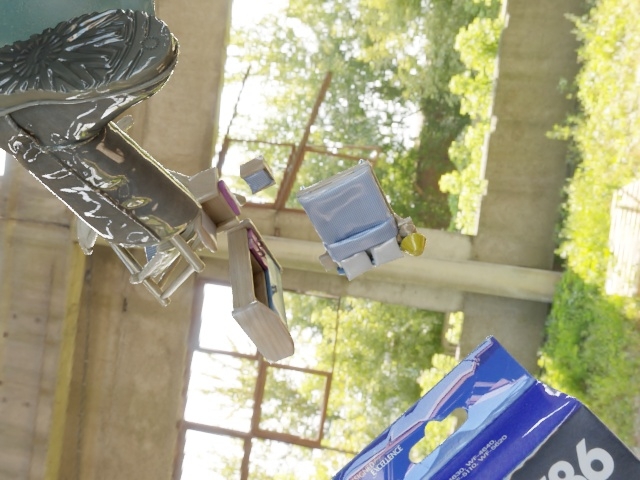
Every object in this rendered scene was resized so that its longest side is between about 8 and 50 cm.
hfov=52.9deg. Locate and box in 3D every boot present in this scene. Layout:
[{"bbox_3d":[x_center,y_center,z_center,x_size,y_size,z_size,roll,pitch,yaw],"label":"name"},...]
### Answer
[{"bbox_3d":[-0.147,-0.065,0.489,0.208,0.190,0.076,58,-145,-52],"label":"boot"}]

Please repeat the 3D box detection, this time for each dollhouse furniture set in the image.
[{"bbox_3d":[0.000,0.000,0.995,0.198,0.303,0.286,-104,-11,-47],"label":"dollhouse furniture set"}]

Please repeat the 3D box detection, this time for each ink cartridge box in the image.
[{"bbox_3d":[0.167,0.227,0.390,0.165,0.332,0.065,-42,-19,-6],"label":"ink cartridge box"}]

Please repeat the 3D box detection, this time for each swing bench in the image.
[{"bbox_3d":[-0.312,-0.042,1.142,0.253,0.255,0.165,-37,22,57],"label":"swing bench"}]

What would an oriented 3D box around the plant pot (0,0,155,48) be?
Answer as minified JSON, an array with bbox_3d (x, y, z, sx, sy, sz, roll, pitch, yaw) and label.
[{"bbox_3d":[-0.314,-0.250,0.578,0.196,0.293,0.293,-31,-42,-30],"label":"plant pot"}]
